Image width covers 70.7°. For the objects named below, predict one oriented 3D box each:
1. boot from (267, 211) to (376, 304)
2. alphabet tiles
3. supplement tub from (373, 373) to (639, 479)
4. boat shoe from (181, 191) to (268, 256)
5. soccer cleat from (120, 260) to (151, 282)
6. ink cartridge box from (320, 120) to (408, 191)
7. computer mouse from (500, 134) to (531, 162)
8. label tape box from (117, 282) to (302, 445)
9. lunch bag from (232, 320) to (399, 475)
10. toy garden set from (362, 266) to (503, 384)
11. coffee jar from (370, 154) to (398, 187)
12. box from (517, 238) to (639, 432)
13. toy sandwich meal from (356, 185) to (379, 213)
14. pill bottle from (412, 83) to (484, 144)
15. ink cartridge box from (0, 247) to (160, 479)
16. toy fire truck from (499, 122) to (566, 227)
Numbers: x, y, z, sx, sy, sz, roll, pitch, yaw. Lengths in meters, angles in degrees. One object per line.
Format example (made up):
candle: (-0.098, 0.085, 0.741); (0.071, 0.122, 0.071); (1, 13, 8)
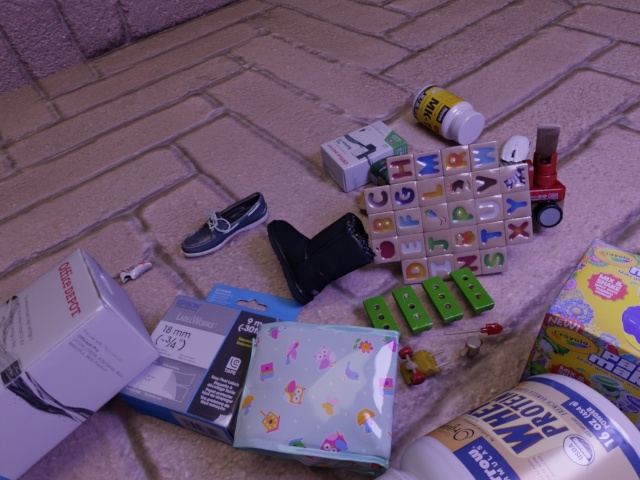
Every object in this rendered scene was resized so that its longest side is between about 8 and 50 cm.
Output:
boot: (0.000, 0.000, 1.031); (0.207, 0.094, 0.246); (-36, 51, 14)
alphabet tiles: (0.274, -0.054, 0.970); (0.342, 0.285, 0.011); (-8, 13, 7)
supplement tub: (0.250, 0.342, 0.601); (0.316, 0.228, 0.228); (-21, 46, -16)
boat shoe: (-0.253, -0.045, 1.183); (0.254, 0.079, 0.095); (-27, 48, -15)
soccer cleat: (-0.466, 0.080, 1.141); (0.083, 0.029, 0.036); (-20, 55, -5)
ink cartridge box: (0.124, -0.244, 1.299); (0.208, 0.087, 0.153); (-25, 47, -13)
computer mouse: (0.536, -0.245, 1.253); (0.106, 0.042, 0.193); (15, 51, 24)
label tape box: (-0.206, 0.205, 0.917); (0.240, 0.106, 0.334); (9, 49, 18)
lunch bag: (-0.006, 0.260, 0.768); (0.262, 0.160, 0.223); (4, 61, 9)
toy garden set: (0.235, 0.173, 0.908); (0.244, 0.049, 0.204); (-17, 44, -6)
coffee jar: (0.214, -0.145, 1.193); (0.096, 0.079, 0.184); (-23, 47, -12)
box: (0.487, 0.197, 0.673); (0.290, 0.279, 0.177); (29, 57, 33)
toy sandwich meal: (0.131, -0.110, 1.190); (0.085, 0.029, 0.086); (-17, 58, 29)
pill bottle: (0.382, -0.377, 1.355); (0.119, 0.119, 0.208); (-27, 47, -15)
ink cartridge box: (-0.535, 0.233, 0.832); (0.395, 0.166, 0.285); (-41, 38, -14)
toy fire truck: (0.440, -0.150, 1.012); (0.217, 0.246, 0.158); (-3, 26, 8)
